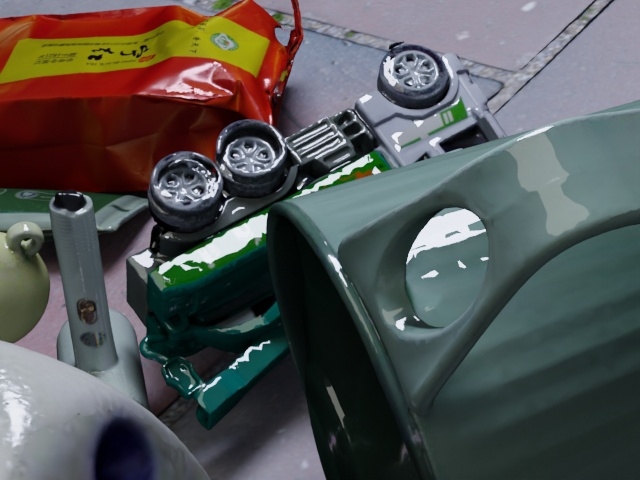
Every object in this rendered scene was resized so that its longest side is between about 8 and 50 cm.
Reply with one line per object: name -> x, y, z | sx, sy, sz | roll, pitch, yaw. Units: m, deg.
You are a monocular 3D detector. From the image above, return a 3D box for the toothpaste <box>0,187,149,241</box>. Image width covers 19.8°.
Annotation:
toothpaste -> -0.351, -0.020, 1.765 | 0.392, 0.061, 0.099 | 0, 18, 20

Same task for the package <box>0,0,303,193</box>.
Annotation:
package -> -0.210, -0.141, 1.797 | 0.424, 0.123, 0.196 | -4, 37, 17

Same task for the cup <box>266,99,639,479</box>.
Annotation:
cup -> 0.185, 0.062, 1.213 | 0.392, 0.310, 0.401 | -21, 5, -10

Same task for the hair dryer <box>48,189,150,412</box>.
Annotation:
hair dryer -> -0.190, 0.051, 1.465 | 0.073, 0.236, 0.131 | -11, 37, -4

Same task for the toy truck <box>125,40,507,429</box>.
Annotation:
toy truck -> -0.003, -0.007, 1.505 | 0.363, 0.176, 0.178 | -32, 69, -22

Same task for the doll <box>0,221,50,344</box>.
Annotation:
doll -> -0.312, 0.082, 1.474 | 0.296, 0.141, 0.117 | -48, 36, 21

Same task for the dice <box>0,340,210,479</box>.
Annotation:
dice -> -0.250, 0.233, 1.172 | 0.304, 0.304, 0.277 | -3, 52, 25
